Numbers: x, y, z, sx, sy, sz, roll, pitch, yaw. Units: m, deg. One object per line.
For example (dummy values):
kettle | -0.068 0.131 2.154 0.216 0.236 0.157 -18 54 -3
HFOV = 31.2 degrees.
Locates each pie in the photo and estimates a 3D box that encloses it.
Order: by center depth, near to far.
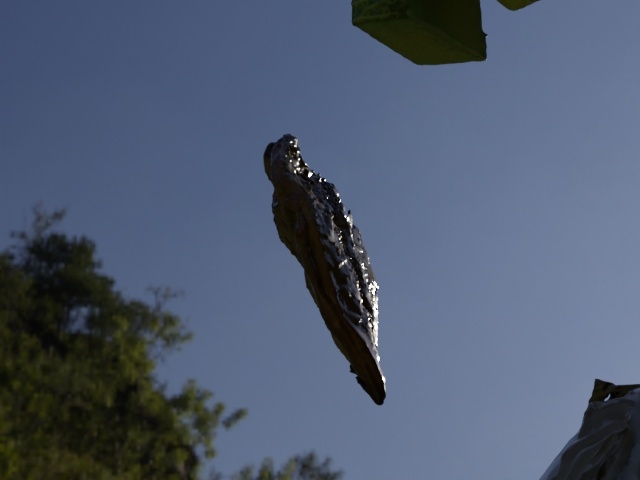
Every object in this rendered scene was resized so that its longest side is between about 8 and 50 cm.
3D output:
pie | 0.000 0.000 0.474 0.034 0.170 0.092 -25 -78 4

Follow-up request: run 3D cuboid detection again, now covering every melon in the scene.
melon | 0.102 -0.188 0.790 0.064 0.209 0.118 -10 -59 47

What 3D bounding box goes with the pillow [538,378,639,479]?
pillow | 0.067 0.129 0.379 0.053 0.208 0.119 34 -59 11
